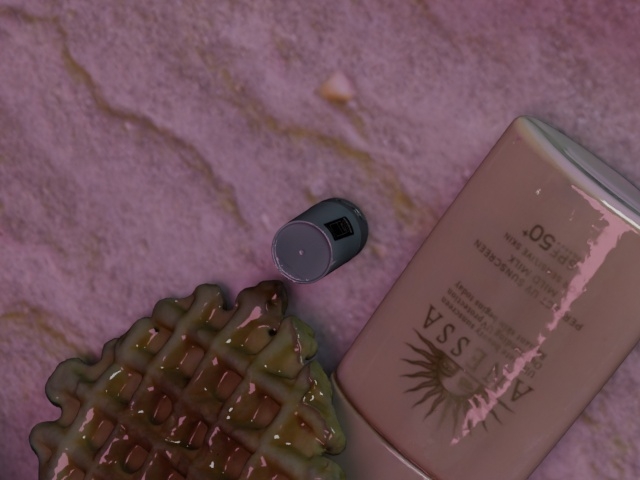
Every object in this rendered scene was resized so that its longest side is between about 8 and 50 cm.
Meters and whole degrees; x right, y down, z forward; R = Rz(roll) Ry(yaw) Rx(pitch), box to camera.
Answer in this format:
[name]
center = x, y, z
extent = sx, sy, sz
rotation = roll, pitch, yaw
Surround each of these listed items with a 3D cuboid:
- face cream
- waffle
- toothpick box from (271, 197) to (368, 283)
[face cream]
center = 0.118, 0.089, 1.441
extent = 0.173, 0.081, 0.348
rotation = 41, 112, 13
[waffle]
center = -0.109, 0.186, 1.488
extent = 0.292, 0.056, 0.309
rotation = -26, 57, 23
[toothpick box]
center = 0.000, 0.000, 1.463
extent = 0.052, 0.083, 0.052
rotation = 5, 105, 19
